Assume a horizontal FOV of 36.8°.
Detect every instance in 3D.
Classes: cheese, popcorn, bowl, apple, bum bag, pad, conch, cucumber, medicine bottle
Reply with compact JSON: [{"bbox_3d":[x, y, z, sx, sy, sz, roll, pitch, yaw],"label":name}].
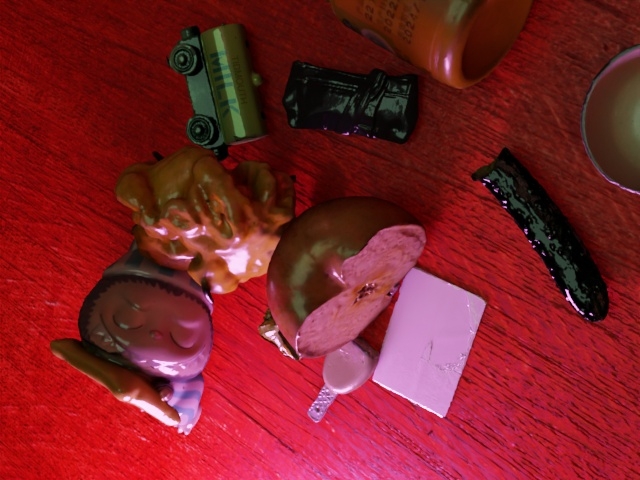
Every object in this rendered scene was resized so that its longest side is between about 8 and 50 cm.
[{"bbox_3d":[0.029,0.251,1.732,0.097,0.037,0.192,42,116,23],"label":"cheese"},{"bbox_3d":[-0.180,-0.025,1.660,0.316,0.297,0.281,-6,59,20],"label":"popcorn"},{"bbox_3d":[0.482,-0.170,1.352,0.211,0.112,0.211,4,98,30],"label":"bowl"},{"bbox_3d":[0.023,0.035,1.595,0.163,0.251,0.293,46,111,24],"label":"apple"},{"bbox_3d":[0.051,-0.238,1.642,0.248,0.060,0.123,14,105,28],"label":"bum bag"},{"bbox_3d":[0.182,0.174,1.647,0.156,0.004,0.232,25,109,26],"label":"pad"},{"bbox_3d":[-0.064,0.172,1.757,0.121,0.074,0.089,59,158,-12],"label":"conch"},{"bbox_3d":[0.351,-0.009,1.478,0.081,0.072,0.303,-43,75,26],"label":"cucumber"},{"bbox_3d":[0.118,-0.414,1.479,0.384,0.224,0.224,36,113,22],"label":"medicine bottle"}]

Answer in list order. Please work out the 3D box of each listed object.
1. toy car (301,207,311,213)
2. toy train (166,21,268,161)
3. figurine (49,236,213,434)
[{"bbox_3d":[0.000,0.000,1.719,0.059,0.035,0.122,-8,98,35],"label":"toy car"},{"bbox_3d":[-0.178,-0.277,1.764,0.157,0.105,0.253,-12,90,18],"label":"toy train"},{"bbox_3d":[-0.269,0.146,1.823,0.266,0.361,0.378,29,77,22],"label":"figurine"}]
